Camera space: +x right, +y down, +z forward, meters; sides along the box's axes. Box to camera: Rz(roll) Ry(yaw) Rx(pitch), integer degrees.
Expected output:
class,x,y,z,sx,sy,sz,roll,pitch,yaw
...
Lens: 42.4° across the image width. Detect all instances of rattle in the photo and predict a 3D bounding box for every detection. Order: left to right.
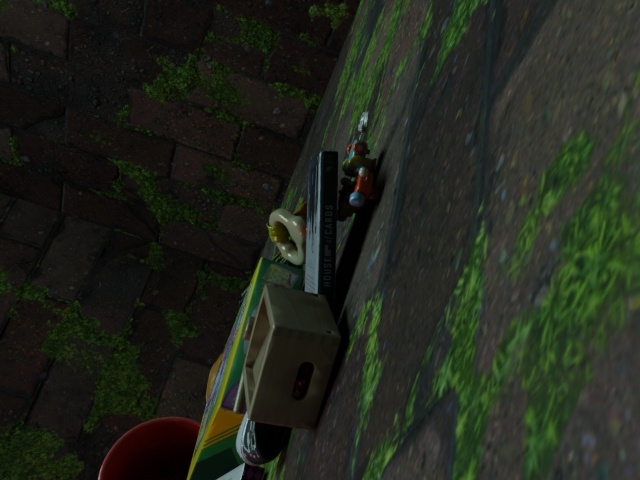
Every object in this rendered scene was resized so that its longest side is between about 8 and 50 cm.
class,x,y,z,sx,sy,sz,roll,pitch,yaw
rattle,-0.012,-0.024,1.659,0.199,0.142,0.130,-20,83,63

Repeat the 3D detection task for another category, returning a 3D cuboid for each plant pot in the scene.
class,x,y,z,sx,sy,sz,roll,pitch,yaw
plant pot,-0.315,0.542,1.727,0.243,0.274,0.275,99,-176,-53

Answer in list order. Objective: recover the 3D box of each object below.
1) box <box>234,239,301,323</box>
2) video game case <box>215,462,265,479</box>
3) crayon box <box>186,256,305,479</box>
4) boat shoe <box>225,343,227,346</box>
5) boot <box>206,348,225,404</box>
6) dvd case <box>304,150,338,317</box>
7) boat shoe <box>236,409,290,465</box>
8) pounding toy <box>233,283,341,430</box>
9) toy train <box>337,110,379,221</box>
class,x,y,z,sx,sy,sz,roll,pitch,yaw
box,-0.117,0.104,1.870,0.191,0.045,0.184,-48,10,13
video game case,-0.163,0.481,1.291,0.210,0.041,0.232,133,155,-57
crayon box,-0.142,0.267,1.591,0.363,0.106,0.313,-78,10,-46
boat shoe,-0.153,0.243,1.966,0.226,0.083,0.076,-47,60,53
boot,-0.227,0.338,2.161,0.211,0.104,0.295,-173,105,-84
dvd case,0.000,0.000,1.161,0.179,0.029,0.239,-161,72,-84
boat shoe,-0.060,0.210,1.188,0.076,0.080,0.229,-21,45,60
pounding toy,-0.047,0.153,1.056,0.206,0.094,0.181,-113,37,-69
toy train,0.061,-0.091,1.135,0.125,0.046,0.166,117,166,-49
